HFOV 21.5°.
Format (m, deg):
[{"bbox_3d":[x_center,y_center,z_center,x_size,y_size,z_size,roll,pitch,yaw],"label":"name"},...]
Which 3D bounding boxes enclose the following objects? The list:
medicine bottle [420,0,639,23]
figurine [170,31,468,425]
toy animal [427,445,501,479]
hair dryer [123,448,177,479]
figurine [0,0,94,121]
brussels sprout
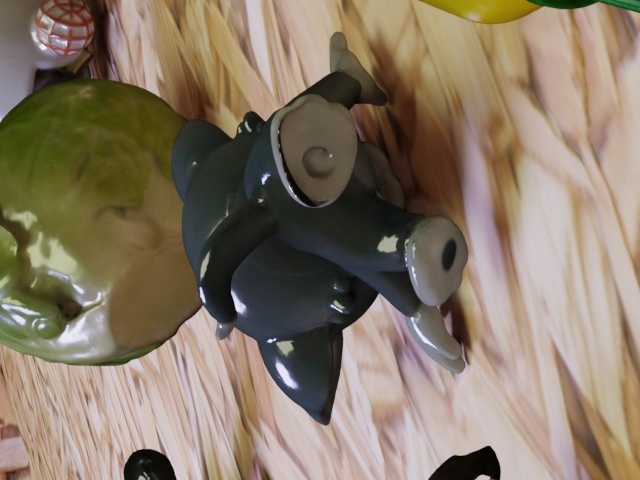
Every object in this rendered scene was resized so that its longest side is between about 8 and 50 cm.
[{"bbox_3d":[0.074,-0.125,0.609,0.309,0.076,0.111,-138,32,-63],"label":"medicine bottle"},{"bbox_3d":[-0.004,0.002,0.861,0.193,0.140,0.265,59,-174,1],"label":"figurine"},{"bbox_3d":[0.104,0.293,0.694,0.357,0.194,0.258,44,122,35],"label":"toy animal"},{"bbox_3d":[-0.117,0.301,1.422,0.302,0.116,0.244,83,164,-56],"label":"hair dryer"},{"bbox_3d":[-0.297,-0.241,1.597,0.281,0.167,0.370,-147,55,-61],"label":"figurine"},{"bbox_3d":[-0.183,-0.009,1.297,0.244,0.244,0.244,167,90,-73],"label":"brussels sprout"}]
